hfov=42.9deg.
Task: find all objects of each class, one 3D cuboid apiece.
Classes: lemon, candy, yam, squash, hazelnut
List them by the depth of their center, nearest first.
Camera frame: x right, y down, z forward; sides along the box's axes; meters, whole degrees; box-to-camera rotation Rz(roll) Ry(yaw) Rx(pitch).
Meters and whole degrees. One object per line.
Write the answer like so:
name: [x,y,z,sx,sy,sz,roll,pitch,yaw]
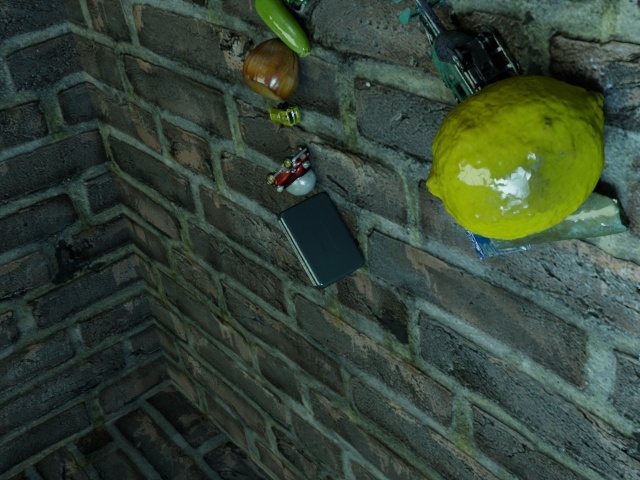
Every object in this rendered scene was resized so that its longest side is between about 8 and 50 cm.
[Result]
lemon: [0.336,-0.142,1.378,0.322,0.268,0.268,-23,96,17]
yam: [0.430,-0.046,1.492,0.259,0.106,0.106,-10,106,37]
candy: [0.364,-0.008,1.694,0.136,0.038,0.088,-16,104,51]
squash: [-0.090,-0.519,1.953,0.201,0.066,0.066,53,150,10]
hazelnut: [-0.116,-0.424,2.022,0.150,0.150,0.150,38,143,36]

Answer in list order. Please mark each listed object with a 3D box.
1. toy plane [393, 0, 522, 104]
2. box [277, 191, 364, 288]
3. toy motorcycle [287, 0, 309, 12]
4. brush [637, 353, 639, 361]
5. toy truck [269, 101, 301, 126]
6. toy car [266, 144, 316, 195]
toy plane: [0.249,-0.349,1.531,0.381,0.106,0.155,56,162,0]
box: [0.000,0.000,2.147,0.230,0.160,0.050,60,157,2]
toy motorcycle: [-0.080,-0.644,1.777,0.274,0.125,0.187,65,160,-6]
brush: [0.651,0.235,1.456,0.179,0.030,0.033,26,125,47]
toy truck: [-0.088,-0.327,2.118,0.083,0.054,0.049,21,131,49]
toy car: [-0.061,-0.174,2.170,0.112,0.112,0.139,47,141,-4]
